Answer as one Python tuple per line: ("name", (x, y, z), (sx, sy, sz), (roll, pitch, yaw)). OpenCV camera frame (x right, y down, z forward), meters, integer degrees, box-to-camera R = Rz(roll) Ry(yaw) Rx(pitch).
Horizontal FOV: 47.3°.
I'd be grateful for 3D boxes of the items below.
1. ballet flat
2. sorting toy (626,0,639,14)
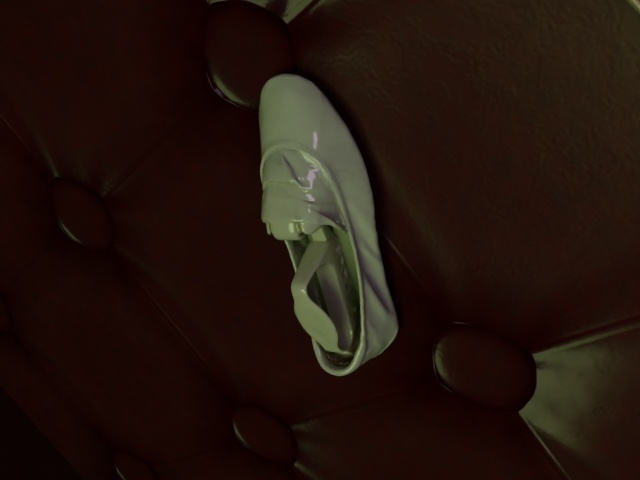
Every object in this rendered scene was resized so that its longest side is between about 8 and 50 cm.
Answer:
("ballet flat", (0.000, 0.000, 0.900), (0.139, 0.139, 0.400), (0, 121, 34))
("sorting toy", (0.403, -0.181, 0.555), (0.307, 0.041, 0.229), (46, 135, -2))
